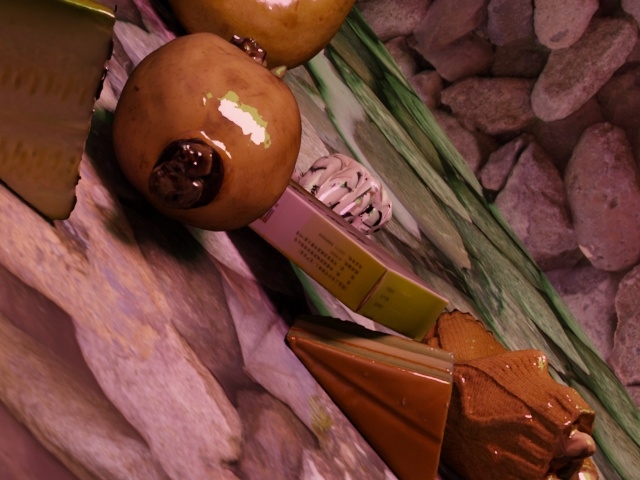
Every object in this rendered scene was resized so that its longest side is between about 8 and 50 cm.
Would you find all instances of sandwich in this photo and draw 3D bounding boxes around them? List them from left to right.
[{"bbox_3d":[0.044,0.172,1.642,0.187,0.144,0.117,15,12,3],"label":"sandwich"}]

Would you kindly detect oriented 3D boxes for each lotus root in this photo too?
[{"bbox_3d":[-0.109,-0.093,1.490,0.183,0.183,0.310,48,14,-15],"label":"lotus root"}]

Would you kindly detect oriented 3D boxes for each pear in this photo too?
[{"bbox_3d":[-0.088,-0.386,2.164,0.304,0.304,0.304,48,12,-14],"label":"pear"}]

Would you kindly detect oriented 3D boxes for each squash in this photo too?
[{"bbox_3d":[-0.312,-0.140,1.204,0.289,0.203,0.111,6,33,-21],"label":"squash"}]

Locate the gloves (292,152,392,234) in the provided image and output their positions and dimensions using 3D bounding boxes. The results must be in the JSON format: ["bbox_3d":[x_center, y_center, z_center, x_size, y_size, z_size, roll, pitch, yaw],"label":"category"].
[{"bbox_3d":[0.021,-0.059,2.028,0.127,0.111,0.212,59,6,14],"label":"gloves"}]

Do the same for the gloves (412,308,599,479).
[{"bbox_3d":[0.203,0.207,1.787,0.203,0.155,0.356,53,-6,-26],"label":"gloves"}]

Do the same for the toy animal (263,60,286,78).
[{"bbox_3d":[-0.090,-0.163,1.989,0.219,0.103,0.101,-5,76,-78],"label":"toy animal"}]

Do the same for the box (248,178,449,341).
[{"bbox_3d":[0.000,-0.001,1.709,0.260,0.062,0.175,40,5,28],"label":"box"}]
